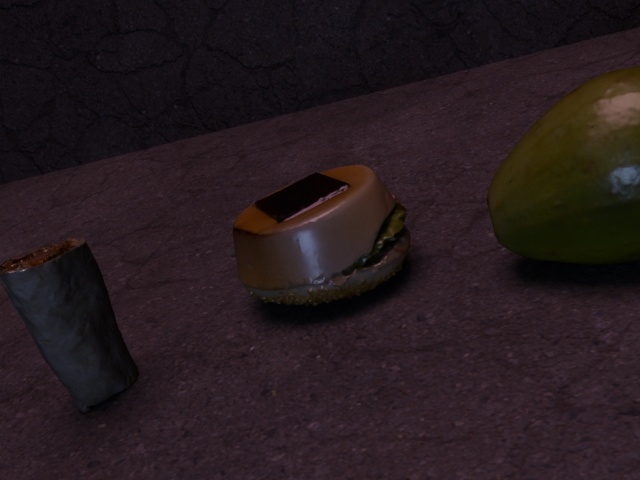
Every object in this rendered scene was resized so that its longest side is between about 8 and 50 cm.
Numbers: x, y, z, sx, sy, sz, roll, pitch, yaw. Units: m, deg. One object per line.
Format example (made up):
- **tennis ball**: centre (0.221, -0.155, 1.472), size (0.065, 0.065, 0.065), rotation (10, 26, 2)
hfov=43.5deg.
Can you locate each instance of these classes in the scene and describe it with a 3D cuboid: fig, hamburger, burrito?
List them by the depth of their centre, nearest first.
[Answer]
- **fig**: centre (0.382, -0.087, 1.105), size (0.326, 0.258, 0.258), rotation (-26, 15, 30)
- **burrito**: centre (-0.359, 0.110, 1.158), size (0.105, 0.299, 0.143), rotation (-3, 38, 11)
- **hamburger**: centre (0.000, 0.000, 1.308), size (0.302, 0.170, 0.302), rotation (-20, 19, 7)
